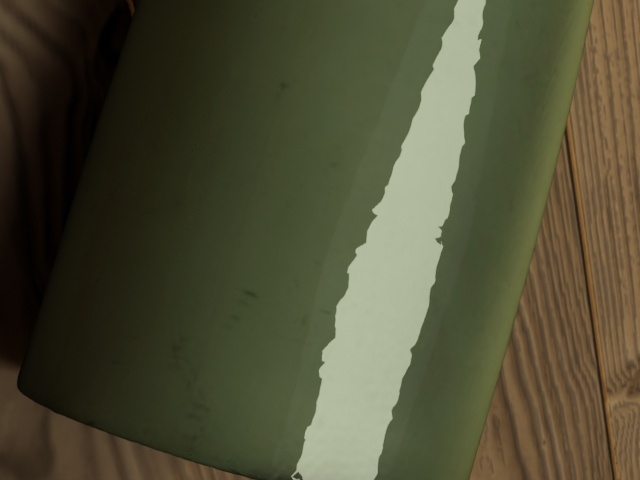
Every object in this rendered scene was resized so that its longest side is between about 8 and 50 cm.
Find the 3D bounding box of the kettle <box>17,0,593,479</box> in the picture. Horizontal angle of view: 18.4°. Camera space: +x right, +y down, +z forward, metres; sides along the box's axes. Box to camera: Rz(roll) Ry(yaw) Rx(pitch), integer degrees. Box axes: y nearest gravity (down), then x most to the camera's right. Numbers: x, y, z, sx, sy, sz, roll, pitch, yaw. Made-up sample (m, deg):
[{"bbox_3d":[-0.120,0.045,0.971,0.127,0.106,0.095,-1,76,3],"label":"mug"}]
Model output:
[{"bbox_3d":[0.009,-0.043,0.730,0.240,0.165,0.255,20,84,-77],"label":"kettle"}]
